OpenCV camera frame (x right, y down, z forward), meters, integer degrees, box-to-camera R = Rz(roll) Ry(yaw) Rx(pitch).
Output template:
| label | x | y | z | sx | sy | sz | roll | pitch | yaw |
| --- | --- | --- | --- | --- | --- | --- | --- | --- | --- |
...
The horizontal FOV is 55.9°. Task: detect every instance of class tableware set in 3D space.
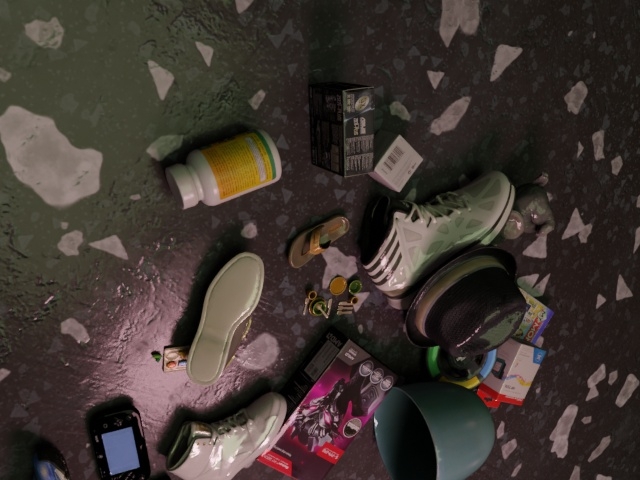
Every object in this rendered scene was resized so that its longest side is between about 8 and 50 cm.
| label | x | y | z | sx | sy | sz | roll | pitch | yaw |
| --- | --- | --- | --- | --- | --- | --- | --- | --- | --- |
| tableware set | 0.032 | 0.141 | 1.487 | 0.154 | 0.024 | 0.103 | 3 | 105 | -31 |

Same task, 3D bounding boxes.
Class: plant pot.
| label | x | y | z | sx | sy | sz | roll | pitch | yaw |
| --- | --- | --- | --- | --- | --- | --- | --- | --- | --- |
| plant pot | 0.318 | 0.511 | 1.616 | 0.235 | 0.293 | 0.292 | -8 | 111 | -26 |

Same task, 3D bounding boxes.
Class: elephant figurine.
| label | x | y | z | sx | sy | sz | roll | pitch | yaw |
| --- | --- | --- | --- | --- | --- | --- | --- | --- | --- |
| elephant figurine | 0.490 | -0.053 | 1.621 | 0.240 | 0.169 | 0.185 | -14 | 85 | -9 |

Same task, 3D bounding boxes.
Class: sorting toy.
| label | x | y | z | sx | sy | sz | roll | pitch | yaw |
| --- | --- | --- | --- | --- | --- | --- | --- | --- | --- |
| sorting toy | -0.328 | 0.264 | 1.326 | 0.083 | 0.012 | 0.061 | -2 | 108 | -30 |

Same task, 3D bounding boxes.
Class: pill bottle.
| label | x | y | z | sx | sy | sz | roll | pitch | yaw |
| --- | --- | --- | --- | --- | --- | --- | --- | --- | --- |
| pill bottle | -0.193 | -0.138 | 1.201 | 0.209 | 0.118 | 0.117 | -24 | 118 | -21 |

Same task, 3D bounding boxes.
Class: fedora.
| label | x | y | z | sx | sy | sz | roll | pitch | yaw |
| --- | --- | --- | --- | --- | --- | --- | --- | --- | --- |
| fedora | 0.377 | 0.176 | 1.471 | 0.334 | 0.152 | 0.333 | -17 | 131 | -21 |

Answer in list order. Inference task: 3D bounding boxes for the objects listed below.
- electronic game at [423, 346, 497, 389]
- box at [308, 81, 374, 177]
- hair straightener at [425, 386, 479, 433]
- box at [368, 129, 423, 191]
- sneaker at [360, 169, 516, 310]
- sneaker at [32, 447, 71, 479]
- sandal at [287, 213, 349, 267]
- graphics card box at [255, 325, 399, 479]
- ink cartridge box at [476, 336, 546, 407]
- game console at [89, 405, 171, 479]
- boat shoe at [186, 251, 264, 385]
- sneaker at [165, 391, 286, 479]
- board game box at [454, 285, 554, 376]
| label | x | y | z | sx | sy | sz | roll | pitch | yaw |
| --- | --- | --- | --- | --- | --- | --- | --- | --- | --- |
| electronic game | 0.403 | 0.325 | 1.725 | 0.230 | 0.048 | 0.229 | -2 | 100 | -15 |
| box | 0.045 | -0.240 | 1.286 | 0.078 | 0.147 | 0.180 | -13 | 112 | -26 |
| hair straightener | 0.404 | 0.504 | 1.795 | 0.231 | 0.089 | 0.047 | -26 | 73 | -20 |
| box | 0.160 | -0.186 | 1.408 | 0.102 | 0.087 | 0.101 | 38 | 86 | -35 |
| sneaker | 0.280 | -0.056 | 1.475 | 0.447 | 0.169 | 0.257 | -46 | 125 | -6 |
| sneaker | -0.577 | 0.578 | 1.222 | 0.147 | 0.130 | 0.329 | -1 | 108 | -33 |
| sandal | 0.000 | 0.000 | 1.403 | 0.180 | 0.049 | 0.072 | -33 | 121 | -17 |
| graphics card box | 0.008 | 0.427 | 1.533 | 0.233 | 0.094 | 0.370 | 42 | 83 | -33 |
| ink cartridge box | 0.563 | 0.407 | 1.801 | 0.134 | 0.078 | 0.230 | 19 | 96 | -36 |
| game console | -0.443 | 0.531 | 1.335 | 0.213 | 0.044 | 0.360 | -14 | 113 | -26 |
| boat shoe | -0.204 | 0.165 | 1.318 | 0.109 | 0.091 | 0.304 | 23 | 93 | 3 |
| sneaker | -0.221 | 0.447 | 1.397 | 0.292 | 0.108 | 0.169 | -47 | 127 | -6 |
| board game box | 0.566 | 0.309 | 1.846 | 0.214 | 0.046 | 0.317 | 30 | 90 | -33 |
